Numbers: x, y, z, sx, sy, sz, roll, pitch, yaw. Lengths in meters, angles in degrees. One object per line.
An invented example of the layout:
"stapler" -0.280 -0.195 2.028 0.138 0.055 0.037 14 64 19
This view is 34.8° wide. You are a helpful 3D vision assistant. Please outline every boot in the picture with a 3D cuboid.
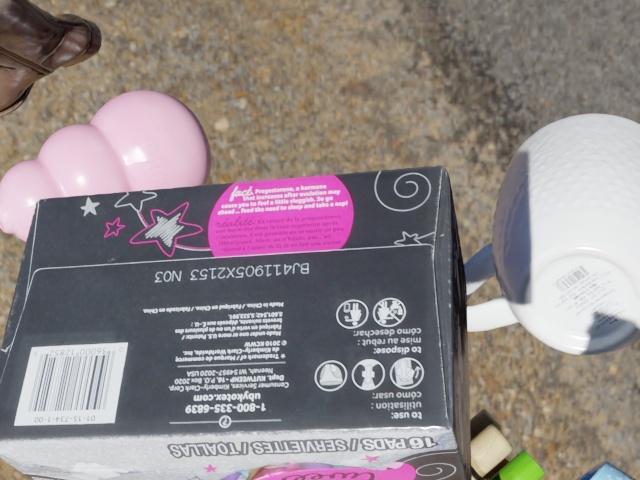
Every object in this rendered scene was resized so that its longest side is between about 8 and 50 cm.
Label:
"boot" -0.180 -0.097 0.526 0.106 0.114 0.037 -29 86 14

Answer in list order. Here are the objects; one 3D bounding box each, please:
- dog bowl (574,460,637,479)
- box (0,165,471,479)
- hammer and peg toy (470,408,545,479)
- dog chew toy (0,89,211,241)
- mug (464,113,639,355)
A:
"dog bowl" 0.369 0.400 1.461 0.166 0.297 0.074 -41 75 -16
"box" -0.040 0.070 0.595 0.247 0.142 0.163 -4 57 12
"hammer and peg toy" 0.133 0.221 1.177 0.127 0.361 0.266 -42 35 2
"dog chew toy" -0.336 -0.098 1.559 0.332 0.206 0.206 -27 56 -25
"mug" 0.342 0.023 1.472 0.374 0.276 0.328 -26 18 27
